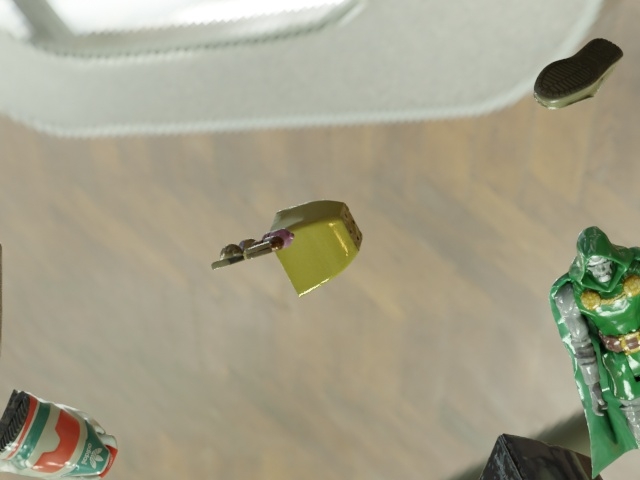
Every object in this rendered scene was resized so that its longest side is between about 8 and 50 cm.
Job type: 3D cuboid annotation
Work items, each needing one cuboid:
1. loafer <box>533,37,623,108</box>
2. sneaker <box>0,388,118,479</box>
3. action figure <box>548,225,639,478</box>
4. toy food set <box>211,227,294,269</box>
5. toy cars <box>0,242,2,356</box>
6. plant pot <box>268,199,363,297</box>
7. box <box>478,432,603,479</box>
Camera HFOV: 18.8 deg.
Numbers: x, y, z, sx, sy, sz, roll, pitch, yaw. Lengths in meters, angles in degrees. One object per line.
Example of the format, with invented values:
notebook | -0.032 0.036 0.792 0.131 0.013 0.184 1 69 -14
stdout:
loafer | 0.286 -0.176 2.149 0.056 0.148 0.050 36 135 26
sneaker | -0.174 0.135 1.253 0.075 0.057 0.161 26 169 -9
action figure | 0.215 0.077 1.308 0.063 0.137 0.232 -101 -15 -52
toy food set | -0.063 0.006 1.845 0.122 0.078 0.019 -26 -81 -86
toy cars | -0.279 0.023 0.658 0.176 0.393 0.087 47 118 21
plant pot | 0.000 0.000 2.152 0.081 0.083 0.081 62 -164 -17
box | 0.201 0.320 1.889 0.108 0.207 0.153 17 -159 -17
